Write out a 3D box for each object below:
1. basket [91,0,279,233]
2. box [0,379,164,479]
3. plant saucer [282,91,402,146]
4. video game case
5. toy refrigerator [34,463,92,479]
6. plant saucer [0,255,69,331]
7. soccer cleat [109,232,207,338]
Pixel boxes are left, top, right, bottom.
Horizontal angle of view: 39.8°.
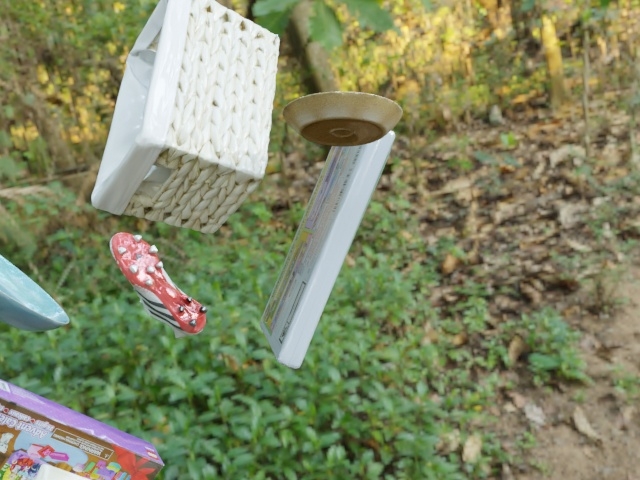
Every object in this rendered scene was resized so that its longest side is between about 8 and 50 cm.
[{"bbox_3d":[-0.104,-0.100,0.710,0.103,0.167,0.113,21,-36,-23],"label":"basket"},{"bbox_3d":[-0.383,0.318,1.179,0.201,0.293,0.057,-53,37,2],"label":"box"},{"bbox_3d":[0.015,-0.081,0.612,0.084,0.015,0.083,1,-13,0],"label":"plant saucer"},{"bbox_3d":[0.000,0.000,0.813,0.023,0.212,0.193,22,0,-9],"label":"video game case"},{"bbox_3d":[-0.298,0.355,0.972,0.102,0.269,0.094,23,47,-11],"label":"toy refrigerator"},{"bbox_3d":[-0.492,0.034,1.230,0.043,0.318,0.318,-52,21,-7],"label":"plant saucer"},{"bbox_3d":[-0.109,0.031,0.573,0.036,0.083,0.029,-34,13,46],"label":"soccer cleat"}]
